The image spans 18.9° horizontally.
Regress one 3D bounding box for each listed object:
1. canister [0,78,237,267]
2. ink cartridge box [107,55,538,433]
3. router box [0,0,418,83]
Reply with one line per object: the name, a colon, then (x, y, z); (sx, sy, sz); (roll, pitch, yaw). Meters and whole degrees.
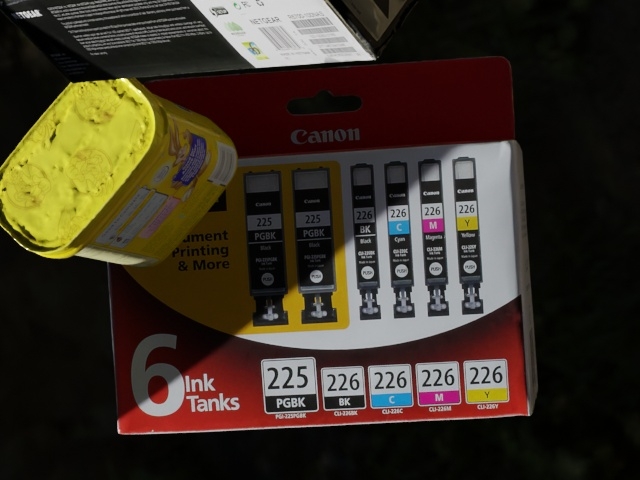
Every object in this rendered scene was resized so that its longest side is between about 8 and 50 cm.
canister: (-0.131, -0.042, 1.283); (0.073, 0.126, 0.170); (42, -173, 16)
ink cartridge box: (0.000, 0.000, 1.457); (0.130, 0.309, 0.272); (-10, -84, -82)
router box: (-0.014, -0.115, 0.621); (0.046, 0.133, 0.179); (47, 155, -28)
